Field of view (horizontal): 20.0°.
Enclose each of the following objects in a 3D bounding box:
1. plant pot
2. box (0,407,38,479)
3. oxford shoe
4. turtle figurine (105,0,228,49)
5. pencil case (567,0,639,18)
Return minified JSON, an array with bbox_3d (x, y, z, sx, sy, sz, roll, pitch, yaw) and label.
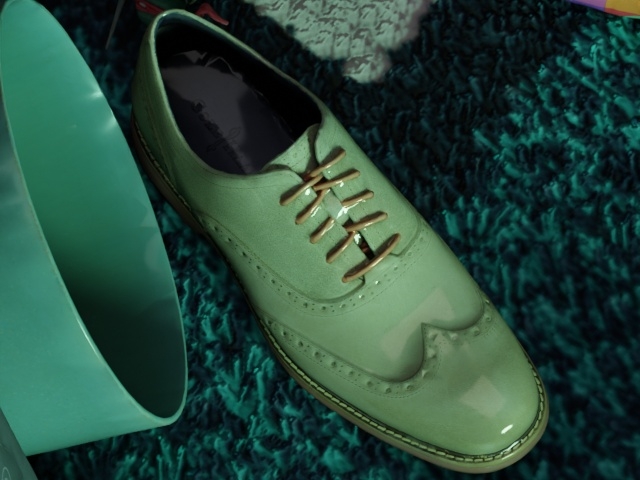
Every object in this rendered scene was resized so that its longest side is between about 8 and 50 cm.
[{"bbox_3d":[-0.250,0.018,1.189,0.235,0.293,0.293,-20,68,8],"label":"plant pot"},{"bbox_3d":[-0.307,0.202,1.082,0.270,0.165,0.143,-9,56,2],"label":"box"},{"bbox_3d":[0.000,0.000,1.250,0.140,0.146,0.397,-43,73,-15],"label":"oxford shoe"},{"bbox_3d":[-0.112,-0.248,1.373,0.118,0.175,0.234,22,91,-32],"label":"turtle figurine"},{"bbox_3d":[0.180,-0.227,1.366,0.236,0.104,0.104,16,70,6],"label":"pencil case"}]
